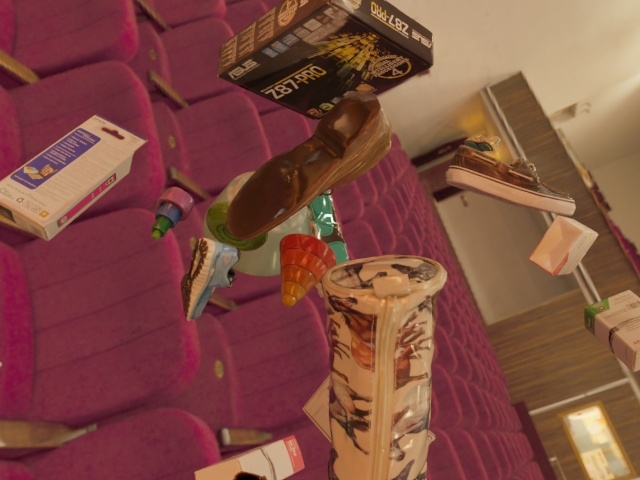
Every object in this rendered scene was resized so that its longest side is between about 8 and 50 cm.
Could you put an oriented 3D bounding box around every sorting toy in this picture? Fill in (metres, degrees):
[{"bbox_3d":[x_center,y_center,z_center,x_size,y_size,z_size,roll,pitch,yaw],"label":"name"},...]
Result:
[{"bbox_3d":[-0.156,0.023,1.056,0.127,0.365,0.126,116,-3,-55],"label":"sorting toy"}]

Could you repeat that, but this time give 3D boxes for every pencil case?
[{"bbox_3d":[0.080,0.214,0.760,0.183,0.159,0.411,-114,-157,-72],"label":"pencil case"}]

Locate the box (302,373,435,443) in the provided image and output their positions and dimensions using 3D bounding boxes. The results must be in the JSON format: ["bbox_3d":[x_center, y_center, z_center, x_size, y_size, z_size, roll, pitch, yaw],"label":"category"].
[{"bbox_3d":[0.102,0.416,1.277,0.087,0.169,0.290,45,-7,-35],"label":"box"}]

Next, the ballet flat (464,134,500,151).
[{"bbox_3d":[0.538,-0.322,1.845,0.057,0.052,0.168,46,-3,-21],"label":"ballet flat"}]

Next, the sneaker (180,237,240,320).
[{"bbox_3d":[-0.161,0.065,0.826,0.073,0.162,0.063,5,47,-29],"label":"sneaker"}]

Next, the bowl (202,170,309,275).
[{"bbox_3d":[-0.157,-0.073,1.540,0.163,0.311,0.312,116,-31,-47],"label":"bowl"}]

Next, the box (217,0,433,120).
[{"bbox_3d":[0.006,-0.418,1.261,0.318,0.394,0.097,17,71,-41],"label":"box"}]

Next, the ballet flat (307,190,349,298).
[{"bbox_3d":[0.000,0.000,1.784,0.147,0.146,0.409,-7,87,-78],"label":"ballet flat"}]

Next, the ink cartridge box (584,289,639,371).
[{"bbox_3d":[0.873,0.250,1.566,0.208,0.152,0.087,-115,-173,-58],"label":"ink cartridge box"}]

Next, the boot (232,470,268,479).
[{"bbox_3d":[-0.095,0.678,1.419,0.109,0.283,0.220,-55,159,-33],"label":"boot"}]

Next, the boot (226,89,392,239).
[{"bbox_3d":[-0.011,-0.093,0.882,0.112,0.305,0.115,56,7,33],"label":"boot"}]

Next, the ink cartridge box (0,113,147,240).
[{"bbox_3d":[-0.615,-0.169,1.388,0.371,0.175,0.069,-55,168,-37],"label":"ink cartridge box"}]

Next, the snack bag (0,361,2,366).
[{"bbox_3d":[-0.768,0.168,0.958,0.342,0.037,0.323,43,6,-6],"label":"snack bag"}]

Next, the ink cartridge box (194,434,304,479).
[{"bbox_3d":[-0.221,0.730,1.769,0.283,0.207,0.117,5,61,-56],"label":"ink cartridge box"}]

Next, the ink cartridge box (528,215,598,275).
[{"bbox_3d":[0.551,0.013,1.255,0.067,0.115,0.198,39,20,30],"label":"ink cartridge box"}]

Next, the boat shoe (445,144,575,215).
[{"bbox_3d":[0.486,-0.153,1.394,0.121,0.334,0.119,-116,-137,-85],"label":"boat shoe"}]
